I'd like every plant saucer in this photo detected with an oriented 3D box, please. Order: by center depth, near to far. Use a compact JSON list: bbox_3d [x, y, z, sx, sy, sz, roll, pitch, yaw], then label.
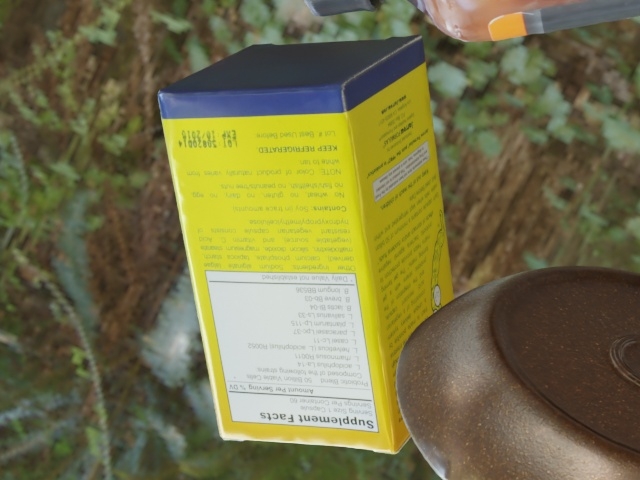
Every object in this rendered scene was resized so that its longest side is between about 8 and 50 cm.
[{"bbox_3d":[0.129,0.062,0.556,0.198,0.036,0.199,10,-151,-5],"label":"plant saucer"}]

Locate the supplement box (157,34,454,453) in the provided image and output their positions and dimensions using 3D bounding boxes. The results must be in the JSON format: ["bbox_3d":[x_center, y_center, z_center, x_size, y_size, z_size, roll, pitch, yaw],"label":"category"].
[{"bbox_3d":[0.000,0.000,1.361,0.194,0.357,0.195,1,-160,27],"label":"supplement box"}]

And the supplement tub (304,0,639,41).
[{"bbox_3d":[0.087,-0.120,0.432,0.197,0.106,0.106,-9,-177,10],"label":"supplement tub"}]
